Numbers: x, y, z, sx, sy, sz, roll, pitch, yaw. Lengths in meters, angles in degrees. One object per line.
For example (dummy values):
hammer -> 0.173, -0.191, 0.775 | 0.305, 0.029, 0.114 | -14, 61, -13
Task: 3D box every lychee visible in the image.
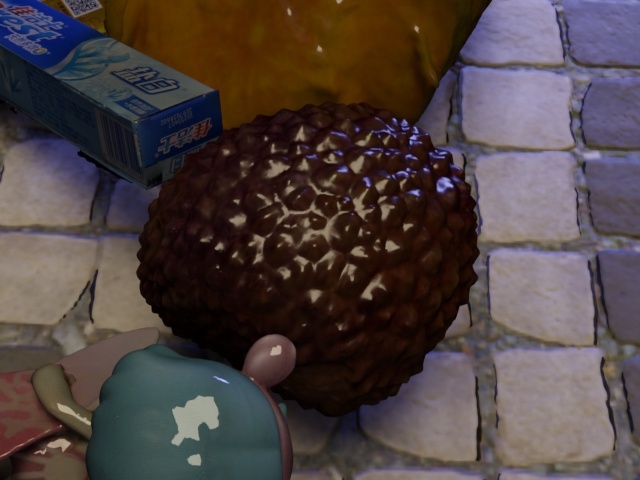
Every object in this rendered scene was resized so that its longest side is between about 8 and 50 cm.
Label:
lychee -> 0.000, 0.000, 0.694 | 0.188, 0.188, 0.188 | 1, 53, -2

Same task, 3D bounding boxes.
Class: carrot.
carrot -> 0.007, -0.212, 0.823 | 0.241, 0.241, 0.341 | 23, 54, 14

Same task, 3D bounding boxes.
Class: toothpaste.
toothpaste -> -0.171, -0.112, 0.796 | 0.066, 0.053, 0.272 | -29, 40, -31

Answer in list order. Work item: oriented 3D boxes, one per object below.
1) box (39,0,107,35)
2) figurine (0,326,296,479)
box -> -0.141, -0.172, 0.920 | 0.156, 0.022, 0.089 | -27, 57, -21
figurine -> -0.130, 0.138, 0.608 | 0.260, 0.103, 0.205 | -8, 72, 21
